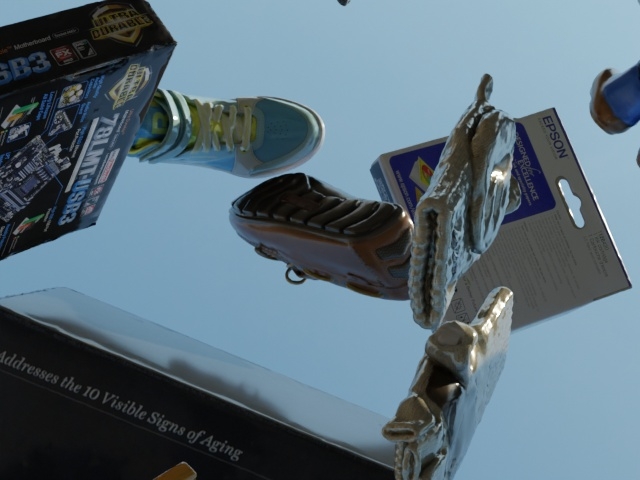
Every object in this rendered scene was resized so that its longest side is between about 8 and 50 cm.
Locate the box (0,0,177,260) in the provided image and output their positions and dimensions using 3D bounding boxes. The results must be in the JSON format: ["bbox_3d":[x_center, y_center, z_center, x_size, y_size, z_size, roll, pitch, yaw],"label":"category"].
[{"bbox_3d":[-0.296,-0.066,0.993,0.293,0.295,0.073,-27,-106,-37],"label":"box"}]

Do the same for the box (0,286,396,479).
[{"bbox_3d":[-0.176,0.354,1.181,0.480,0.297,0.472,22,-87,2],"label":"box"}]

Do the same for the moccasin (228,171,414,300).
[{"bbox_3d":[0.002,-0.002,1.546,0.139,0.147,0.380,-37,-150,-29],"label":"moccasin"}]

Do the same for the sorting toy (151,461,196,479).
[{"bbox_3d":[-0.154,0.246,0.699,0.047,0.347,0.196,41,-150,23],"label":"sorting toy"}]

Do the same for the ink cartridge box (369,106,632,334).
[{"bbox_3d":[0.263,-0.017,1.685,0.307,0.072,0.303,-16,-102,-22],"label":"ink cartridge box"}]

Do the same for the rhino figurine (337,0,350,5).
[{"bbox_3d":[0.044,-0.267,1.031,0.106,0.243,0.073,-37,-106,31],"label":"rhino figurine"}]

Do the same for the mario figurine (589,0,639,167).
[{"bbox_3d":[0.403,-0.194,1.022,0.198,0.320,0.170,24,-136,-26],"label":"mario figurine"}]

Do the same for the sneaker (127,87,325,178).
[{"bbox_3d":[-0.163,-0.155,1.624,0.319,0.208,0.127,0,-90,10],"label":"sneaker"}]

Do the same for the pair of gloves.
[{"bbox_3d":[0.080,0.039,0.694,0.042,0.240,0.204,10,-147,19],"label":"pair of gloves"}]
